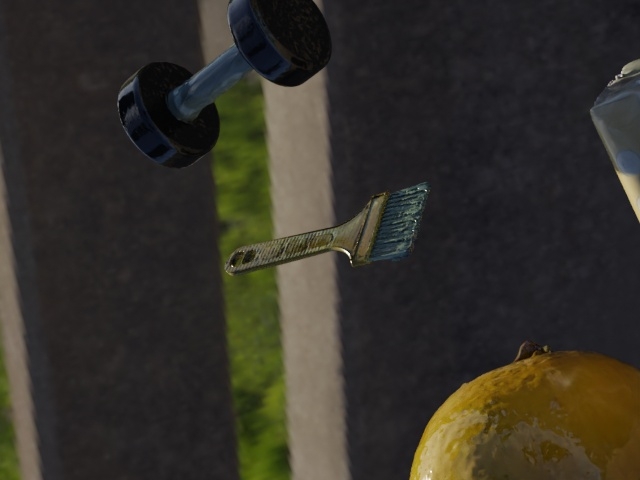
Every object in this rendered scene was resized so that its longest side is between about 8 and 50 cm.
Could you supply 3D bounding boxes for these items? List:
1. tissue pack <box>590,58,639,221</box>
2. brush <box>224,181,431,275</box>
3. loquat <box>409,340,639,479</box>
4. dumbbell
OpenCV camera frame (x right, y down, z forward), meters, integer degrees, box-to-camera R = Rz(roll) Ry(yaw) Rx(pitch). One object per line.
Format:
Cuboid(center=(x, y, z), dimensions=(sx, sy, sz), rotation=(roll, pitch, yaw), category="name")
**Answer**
Cuboid(center=(0.305, -0.042, 1.194), dimensions=(0.090, 0.186, 0.222), rotation=(-25, 98, 26), category="tissue pack")
Cuboid(center=(0.000, 0.000, 1.341), dimensions=(0.218, 0.082, 0.010), rotation=(-12, 134, 34), category="brush")
Cuboid(center=(0.222, 0.225, 1.410), dimensions=(0.275, 0.274, 0.275), rotation=(31, 129, 48), category="loquat")
Cuboid(center=(-0.087, -0.149, 1.327), dimensions=(0.191, 0.100, 0.100), rotation=(-33, 75, 35), category="dumbbell")
